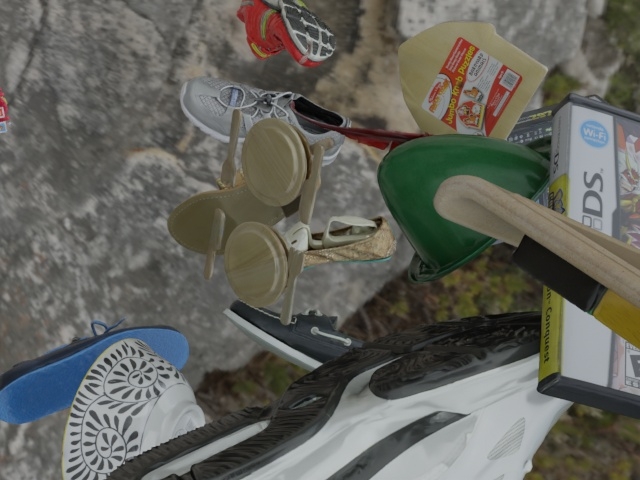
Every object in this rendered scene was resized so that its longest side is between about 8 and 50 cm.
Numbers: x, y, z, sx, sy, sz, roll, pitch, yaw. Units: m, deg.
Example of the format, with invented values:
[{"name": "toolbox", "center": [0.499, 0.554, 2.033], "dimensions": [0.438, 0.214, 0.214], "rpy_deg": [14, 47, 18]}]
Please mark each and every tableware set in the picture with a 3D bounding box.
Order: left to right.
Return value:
[{"name": "tableware set", "center": [-0.046, -0.027, 1.057], "dimensions": [0.039, 0.128, 0.194], "rpy_deg": [-11, 120, -47]}]

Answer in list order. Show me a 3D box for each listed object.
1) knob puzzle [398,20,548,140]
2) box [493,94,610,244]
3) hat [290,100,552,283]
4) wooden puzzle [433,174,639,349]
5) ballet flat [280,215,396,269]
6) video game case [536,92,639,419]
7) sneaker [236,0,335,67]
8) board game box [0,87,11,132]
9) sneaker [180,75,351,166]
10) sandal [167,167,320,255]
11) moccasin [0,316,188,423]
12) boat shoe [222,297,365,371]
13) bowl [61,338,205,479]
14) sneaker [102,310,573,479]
[{"name": "knob puzzle", "center": [0.194, -0.220, 1.472], "dimensions": [0.030, 0.213, 0.213], "rpy_deg": [-40, 127, -52]}, {"name": "box", "center": [0.326, -0.103, 1.608], "dimensions": [0.233, 0.059, 0.183], "rpy_deg": [-15, 119, -5]}, {"name": "hat", "center": [0.075, -0.081, 0.929], "dimensions": [0.183, 0.173, 0.208], "rpy_deg": [45, 125, -10]}, {"name": "wooden puzzle", "center": [0.192, 0.049, 0.501], "dimensions": [0.221, 0.239, 0.044], "rpy_deg": [18, 101, -46]}, {"name": "ballet flat", "center": [0.000, 0.000, 1.450], "dimensions": [0.206, 0.073, 0.067], "rpy_deg": [-9, 117, -8]}, {"name": "video game case", "center": [0.303, 0.030, 0.824], "dimensions": [0.275, 0.035, 0.248], "rpy_deg": [16, 61, -11]}, {"name": "sneaker", "center": [-0.066, -0.348, 1.800], "dimensions": [0.107, 0.279, 0.118], "rpy_deg": [21, 113, -35]}, {"name": "board game box", "center": [-0.449, -0.196, 1.468], "dimensions": [0.033, 0.133, 0.168], "rpy_deg": [-10, 89, -12]}, {"name": "sneaker", "center": [-0.082, -0.211, 1.692], "dimensions": [0.281, 0.115, 0.105], "rpy_deg": [14, 60, -20]}, {"name": "sandal", "center": [-0.081, -0.053, 1.306], "dimensions": [0.088, 0.240, 0.079], "rpy_deg": [55, 41, -15]}, {"name": "moccasin", "center": [-0.397, 0.202, 1.805], "dimensions": [0.342, 0.117, 0.138], "rpy_deg": [-11, 107, -29]}, {"name": "boat shoe", "center": [0.005, 0.151, 1.541], "dimensions": [0.302, 0.114, 0.091], "rpy_deg": [29, 82, 5]}, {"name": "bowl", "center": [-0.159, 0.182, 0.996], "dimensions": [0.170, 0.080, 0.170], "rpy_deg": [10, 90, -69]}, {"name": "sneaker", "center": [0.065, 0.220, 0.804], "dimensions": [0.447, 0.169, 0.257], "rpy_deg": [-20, 97, -32]}]
